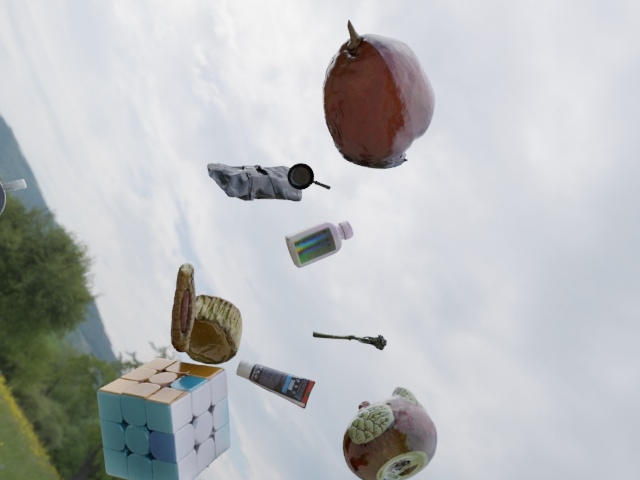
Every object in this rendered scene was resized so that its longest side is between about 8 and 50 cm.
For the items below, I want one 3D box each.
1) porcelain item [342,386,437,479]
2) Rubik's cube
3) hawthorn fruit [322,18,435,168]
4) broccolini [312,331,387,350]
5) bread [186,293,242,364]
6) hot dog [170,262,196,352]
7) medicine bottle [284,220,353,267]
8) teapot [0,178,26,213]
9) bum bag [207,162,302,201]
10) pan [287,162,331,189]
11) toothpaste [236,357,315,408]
[{"bbox_3d":[0.166,0.490,1.534,0.253,0.253,0.252,42,-33,35],"label":"porcelain item"},{"bbox_3d":[-0.486,0.569,1.892,0.292,0.291,0.290,4,-78,24],"label":"Rubik's cube"},{"bbox_3d":[0.080,-0.243,0.970,0.190,0.190,0.251,25,-31,50],"label":"hawthorn fruit"},{"bbox_3d":[0.079,0.271,1.655,0.218,0.042,0.044,5,-68,18],"label":"broccolini"},{"bbox_3d":[-0.393,0.312,2.107,0.228,0.142,0.253,3,-53,11],"label":"bread"},{"bbox_3d":[-0.426,0.209,1.838,0.083,0.068,0.288,32,-61,58],"label":"hot dog"},{"bbox_3d":[0.000,0.000,1.963,0.078,0.219,0.115,29,-41,69],"label":"medicine bottle"},{"bbox_3d":[-1.073,-0.141,1.881,0.337,0.271,0.200,4,-69,59],"label":"teapot"},{"bbox_3d":[-0.174,-0.166,1.696,0.074,0.310,0.137,-56,-132,41],"label":"bum bag"},{"bbox_3d":[-0.029,-0.153,1.504,0.023,0.115,0.068,-122,-125,-78],"label":"pan"},{"bbox_3d":[-0.114,0.350,1.475,0.194,0.071,0.045,18,-14,9],"label":"toothpaste"}]
